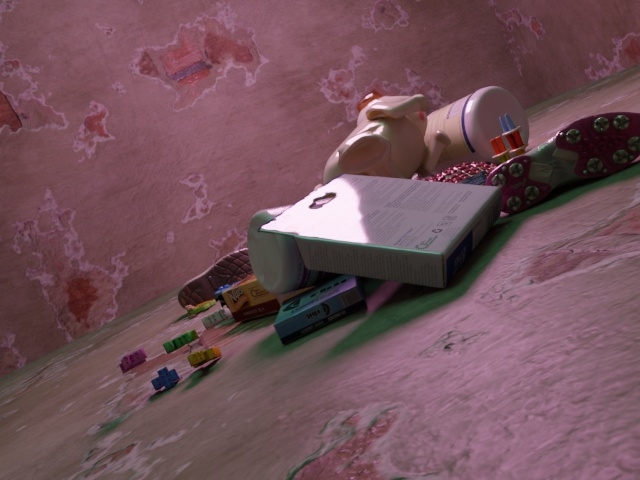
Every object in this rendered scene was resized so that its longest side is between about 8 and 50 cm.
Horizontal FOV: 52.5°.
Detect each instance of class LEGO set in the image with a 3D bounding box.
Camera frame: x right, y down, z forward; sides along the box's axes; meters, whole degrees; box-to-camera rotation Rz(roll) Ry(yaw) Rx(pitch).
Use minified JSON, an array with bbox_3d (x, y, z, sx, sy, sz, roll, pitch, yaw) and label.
[{"bbox_3d":[-0.252,0.207,1.188,0.227,0.087,0.093,-28,-9,-12],"label":"LEGO set"}]

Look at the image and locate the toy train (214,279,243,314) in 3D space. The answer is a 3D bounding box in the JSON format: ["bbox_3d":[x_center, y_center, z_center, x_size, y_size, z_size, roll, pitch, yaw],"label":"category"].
[{"bbox_3d":[-0.195,0.137,1.629,0.105,0.080,0.184,-23,3,-27],"label":"toy train"}]

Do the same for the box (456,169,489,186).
[{"bbox_3d":[0.281,-0.074,1.306,0.093,0.027,0.137,-25,-27,-26],"label":"box"}]

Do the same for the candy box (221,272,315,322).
[{"bbox_3d":[-0.056,0.072,1.526,0.182,0.088,0.316,-20,8,47],"label":"candy box"}]

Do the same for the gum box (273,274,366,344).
[{"bbox_3d":[0.001,0.112,1.160,0.156,0.041,0.184,-26,5,5],"label":"gum box"}]

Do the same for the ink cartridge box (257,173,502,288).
[{"bbox_3d":[0.114,-0.031,1.138,0.329,0.072,0.324,7,26,29],"label":"ink cartridge box"}]

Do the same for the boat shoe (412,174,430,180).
[{"bbox_3d":[0.333,-0.191,2.201,0.219,0.078,0.070,-28,7,2],"label":"boat shoe"}]

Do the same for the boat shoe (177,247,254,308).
[{"bbox_3d":[-0.322,0.119,2.141,0.324,0.123,0.116,-26,4,-11],"label":"boat shoe"}]

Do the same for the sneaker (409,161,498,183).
[{"bbox_3d":[0.284,-0.091,1.435,0.298,0.112,0.121,-13,32,6],"label":"sneaker"}]

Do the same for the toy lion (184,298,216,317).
[{"bbox_3d":[-0.369,0.206,2.016,0.096,0.034,0.100,-20,4,-17],"label":"toy lion"}]

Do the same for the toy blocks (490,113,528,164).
[{"bbox_3d":[0.496,-0.257,1.727,0.054,0.148,0.123,-28,7,-22],"label":"toy blocks"}]

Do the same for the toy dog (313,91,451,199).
[{"bbox_3d":[0.187,-0.257,1.875,0.395,0.284,0.408,-31,25,44],"label":"toy dog"}]

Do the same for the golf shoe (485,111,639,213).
[{"bbox_3d":[0.456,-0.155,1.215,0.306,0.115,0.140,-23,3,21],"label":"golf shoe"}]

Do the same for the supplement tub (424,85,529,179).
[{"bbox_3d":[0.451,-0.316,2.010,0.235,0.236,0.324,-30,7,-29],"label":"supplement tub"}]

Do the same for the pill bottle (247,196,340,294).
[{"bbox_3d":[0.019,-0.001,1.307,0.301,0.170,0.169,-11,-2,-29],"label":"pill bottle"}]
